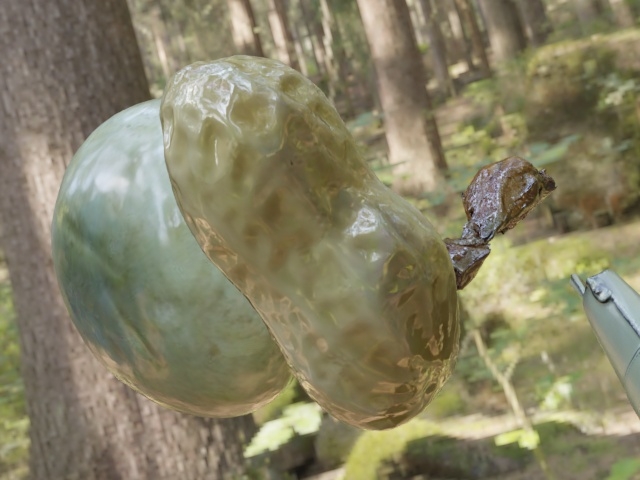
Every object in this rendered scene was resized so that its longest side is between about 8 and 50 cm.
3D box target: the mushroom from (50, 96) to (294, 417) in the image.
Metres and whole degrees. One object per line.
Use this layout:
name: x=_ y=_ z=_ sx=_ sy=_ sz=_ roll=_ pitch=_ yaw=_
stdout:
mushroom: x=-0.132 y=0.018 z=1.272 sx=0.260 sy=0.352 sz=0.352 roll=-21 pitch=1 yaw=-37

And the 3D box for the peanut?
peanut: x=0.000 y=0.000 z=0.850 sx=0.152 sy=0.313 sz=0.152 roll=-31 pitch=16 yaw=10

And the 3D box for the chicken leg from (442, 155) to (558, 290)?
chicken leg: x=0.216 y=-0.028 z=1.522 sx=0.113 sy=0.093 sz=0.304 roll=-28 pitch=11 yaw=34

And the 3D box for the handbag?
handbag: x=0.314 y=0.127 z=0.980 sx=0.109 sy=0.315 sz=0.241 roll=-37 pitch=-42 yaw=13
